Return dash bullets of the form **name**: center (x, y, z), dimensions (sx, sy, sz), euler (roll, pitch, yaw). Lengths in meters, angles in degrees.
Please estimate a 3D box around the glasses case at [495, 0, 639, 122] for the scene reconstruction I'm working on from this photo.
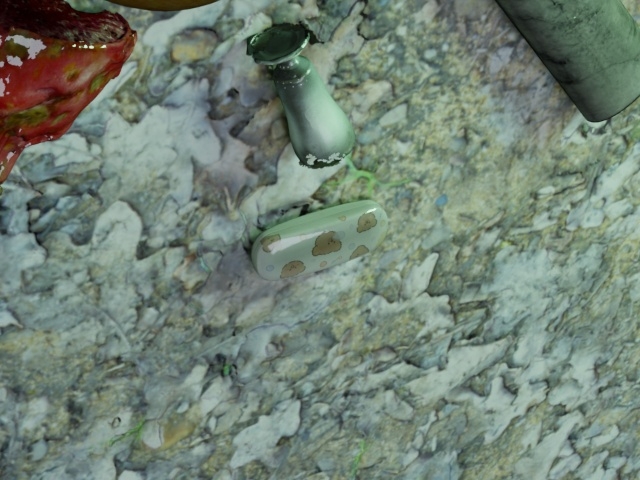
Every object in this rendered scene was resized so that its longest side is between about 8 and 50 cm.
- **glasses case**: center (0.273, -0.252, 1.959), dimensions (0.114, 0.060, 0.299), euler (-42, 133, 3)

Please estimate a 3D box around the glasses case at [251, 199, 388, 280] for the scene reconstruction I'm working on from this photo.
- **glasses case**: center (0.000, 0.000, 1.976), dimensions (0.164, 0.041, 0.063), euler (-17, 128, -23)

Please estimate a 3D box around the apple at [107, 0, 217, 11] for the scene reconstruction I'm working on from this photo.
- **apple**: center (-0.127, -0.320, 1.528), dimensions (0.264, 0.264, 0.264), euler (-17, 128, -22)

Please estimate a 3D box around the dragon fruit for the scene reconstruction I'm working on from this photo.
- **dragon fruit**: center (-0.295, -0.129, 1.636), dimensions (0.262, 0.134, 0.211), euler (3, 122, -34)

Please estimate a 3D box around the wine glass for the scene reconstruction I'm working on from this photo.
- **wine glass**: center (-0.020, -0.150, 1.842), dimensions (0.072, 0.072, 0.155), euler (-33, 132, -8)
